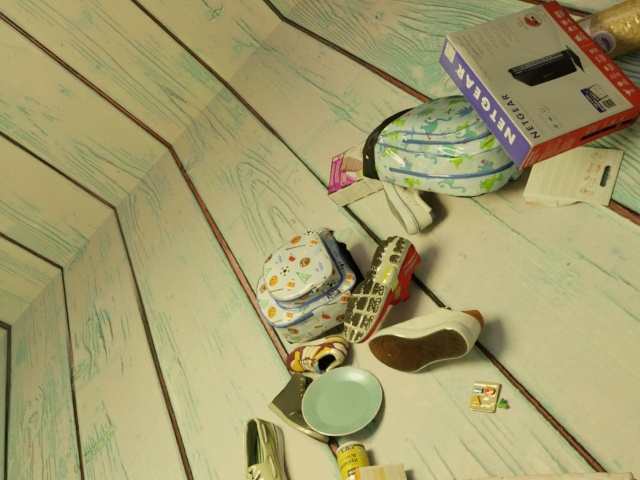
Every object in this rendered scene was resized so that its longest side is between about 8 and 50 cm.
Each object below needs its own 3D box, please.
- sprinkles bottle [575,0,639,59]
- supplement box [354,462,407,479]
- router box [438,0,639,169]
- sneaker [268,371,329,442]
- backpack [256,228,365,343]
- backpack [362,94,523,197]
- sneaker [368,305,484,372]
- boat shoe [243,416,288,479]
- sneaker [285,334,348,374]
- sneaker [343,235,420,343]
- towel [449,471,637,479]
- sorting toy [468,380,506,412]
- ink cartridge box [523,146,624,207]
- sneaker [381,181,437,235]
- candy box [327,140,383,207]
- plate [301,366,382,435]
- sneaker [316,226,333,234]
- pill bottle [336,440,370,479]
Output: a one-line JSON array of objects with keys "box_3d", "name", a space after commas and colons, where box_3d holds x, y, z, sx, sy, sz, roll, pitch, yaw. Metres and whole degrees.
[{"box_3d": [0.660, -0.475, 1.517, 0.355, 0.121, 0.121, -15, 49, 40], "name": "sprinkles bottle"}, {"box_3d": [0.121, 0.481, 1.287, 0.098, 0.036, 0.062, -3, 43, -7], "name": "supplement box"}, {"box_3d": [0.473, -0.345, 1.405, 0.301, 0.082, 0.335, -22, 64, -15], "name": "router box"}, {"box_3d": [-0.035, 0.389, 1.543, 0.222, 0.083, 0.118, 17, 72, 53], "name": "sneaker"}, {"box_3d": [-0.033, 0.123, 1.655, 0.263, 0.213, 0.276, -39, 38, 11], "name": "backpack"}, {"box_3d": [0.317, -0.227, 1.568, 0.290, 0.273, 0.355, -27, 44, -29], "name": "backpack"}, {"box_3d": [0.235, 0.212, 1.422, 0.290, 0.106, 0.123, -17, 14, 47], "name": "sneaker"}, {"box_3d": [-0.134, 0.549, 1.500, 0.109, 0.094, 0.302, -37, 38, 18], "name": "boat shoe"}, {"box_3d": [-0.018, 0.295, 1.604, 0.185, 0.069, 0.084, -29, 22, 28], "name": "sneaker"}, {"box_3d": [0.158, 0.129, 1.531, 0.107, 0.118, 0.279, 17, 74, 53], "name": "sneaker"}, {"box_3d": [0.348, 0.529, 0.995, 0.317, 0.053, 0.332, -14, 50, 26], "name": "towel"}, {"box_3d": [0.332, 0.307, 1.278, 0.083, 0.012, 0.062, -5, 55, 45], "name": "sorting toy"}, {"box_3d": [0.553, -0.138, 1.422, 0.179, 0.045, 0.145, 12, 67, 31], "name": "ink cartridge box"}, {"box_3d": [0.229, -0.104, 1.702, 0.091, 0.094, 0.258, -22, 40, -1], "name": "sneaker"}, {"box_3d": [0.135, -0.212, 1.894, 0.233, 0.071, 0.159, -22, 44, 33], "name": "candy box"}, {"box_3d": [0.050, 0.367, 1.476, 0.188, 0.024, 0.188, -12, 39, 10], "name": "plate"}, {"box_3d": [0.000, 0.000, 1.874, 0.069, 0.038, 0.098, 11, 54, 45], "name": "sneaker"}, {"box_3d": [0.075, 0.485, 1.355, 0.065, 0.065, 0.116, -38, 38, 17], "name": "pill bottle"}]
